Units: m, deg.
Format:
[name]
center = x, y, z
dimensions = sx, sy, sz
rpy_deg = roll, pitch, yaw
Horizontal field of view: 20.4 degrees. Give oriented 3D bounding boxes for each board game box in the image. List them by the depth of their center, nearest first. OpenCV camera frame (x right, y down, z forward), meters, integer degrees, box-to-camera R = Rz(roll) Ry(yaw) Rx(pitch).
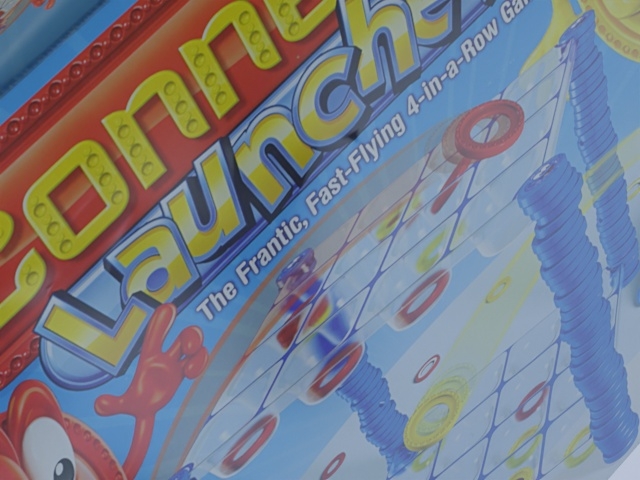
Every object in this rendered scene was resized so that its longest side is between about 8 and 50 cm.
[board game box]
center = 0.000, 0.000, 0.564
dimensions = 0.308, 0.302, 0.086
rpy_deg = -46, -135, -16
